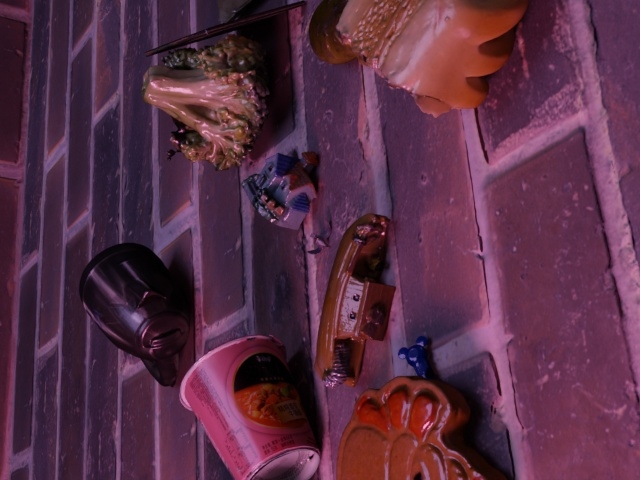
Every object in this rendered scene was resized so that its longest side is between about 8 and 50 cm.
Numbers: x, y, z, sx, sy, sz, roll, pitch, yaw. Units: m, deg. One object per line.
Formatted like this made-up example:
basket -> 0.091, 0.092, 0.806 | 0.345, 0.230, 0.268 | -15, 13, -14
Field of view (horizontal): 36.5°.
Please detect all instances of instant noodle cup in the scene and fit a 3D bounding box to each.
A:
instant noodle cup -> -0.122, 0.350, 1.864 | 0.244, 0.244, 0.255 | -58, 46, 30

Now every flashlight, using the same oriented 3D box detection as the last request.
flashlight -> 0.172, 0.217, 1.590 | 0.057, 0.035, 0.121 | -34, 53, 12

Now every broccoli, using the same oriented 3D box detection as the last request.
broccoli -> -0.262, -0.315, 2.184 | 0.348, 0.281, 0.293 | 177, 103, -67

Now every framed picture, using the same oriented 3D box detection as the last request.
framed picture -> -0.225, -0.484, 2.225 | 0.347, 0.265, 0.016 | 3, 113, 59

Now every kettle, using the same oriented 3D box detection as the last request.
kettle -> -0.434, 0.209, 2.406 | 0.324, 0.228, 0.321 | 40, 141, 50

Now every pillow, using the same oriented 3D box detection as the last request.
pillow -> -0.168, -0.653, 2.331 | 0.302, 0.075, 0.185 | -29, 56, 50

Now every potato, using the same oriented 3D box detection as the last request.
potato -> 0.048, -0.421, 1.889 | 0.251, 0.113, 0.149 | 3, 88, 56

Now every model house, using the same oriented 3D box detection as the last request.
model house -> -0.066, -0.122, 1.995 | 0.148, 0.119, 0.148 | -56, 38, 20

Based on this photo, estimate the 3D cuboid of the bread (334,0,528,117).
bread -> 0.196, -0.359, 1.568 | 0.270, 0.211, 0.315 | -59, 45, 17

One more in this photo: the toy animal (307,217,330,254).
toy animal -> -0.001, 0.000, 1.925 | 0.084, 0.028, 0.050 | -64, 27, 25

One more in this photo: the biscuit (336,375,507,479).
biscuit -> 0.148, 0.393, 1.526 | 0.381, 0.074, 0.358 | -15, 77, 56

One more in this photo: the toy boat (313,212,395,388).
toy boat -> 0.068, 0.109, 1.734 | 0.121, 0.089, 0.321 | 15, 93, 52
